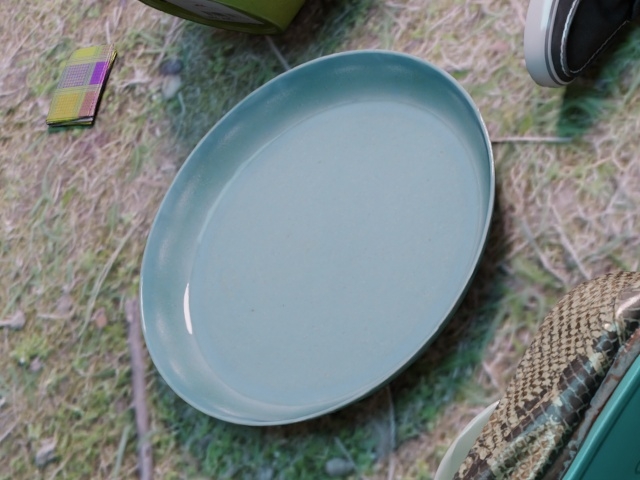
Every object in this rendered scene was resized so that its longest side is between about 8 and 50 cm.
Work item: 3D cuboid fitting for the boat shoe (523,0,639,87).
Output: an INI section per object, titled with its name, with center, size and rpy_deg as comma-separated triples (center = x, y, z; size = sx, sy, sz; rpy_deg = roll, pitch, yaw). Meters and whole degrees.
[boat shoe]
center = 0.228, -0.207, 1.235
size = 0.076, 0.080, 0.228
rpy_deg = 16, 66, 43

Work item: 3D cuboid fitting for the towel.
[towel]
center = -0.221, -0.142, 1.566
size = 0.060, 0.009, 0.083
rpy_deg = -4, 61, 36

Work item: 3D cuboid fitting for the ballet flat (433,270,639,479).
[ballet flat]
center = 0.098, 0.224, 1.032
size = 0.483, 0.164, 0.182
rpy_deg = -57, 25, -14

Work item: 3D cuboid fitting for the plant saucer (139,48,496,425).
[plant saucer]
center = 0.000, 0.000, 1.294
size = 0.317, 0.043, 0.318
rpy_deg = -19, 53, 27

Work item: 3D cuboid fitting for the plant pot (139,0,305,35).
[plant pot]
center = -0.059, -0.331, 1.418
size = 0.275, 0.275, 0.293
rpy_deg = 11, 86, 40
